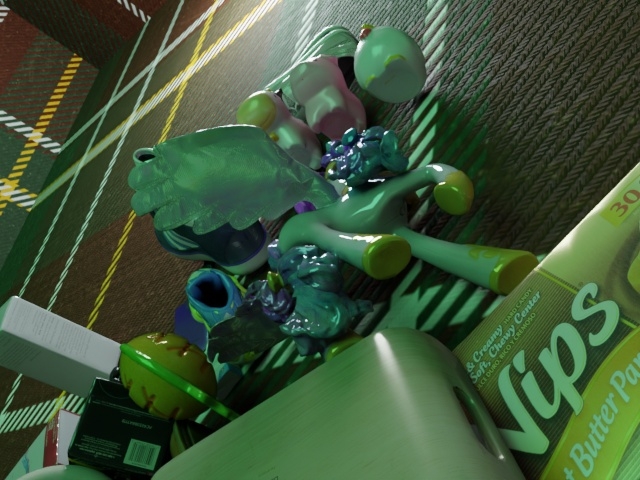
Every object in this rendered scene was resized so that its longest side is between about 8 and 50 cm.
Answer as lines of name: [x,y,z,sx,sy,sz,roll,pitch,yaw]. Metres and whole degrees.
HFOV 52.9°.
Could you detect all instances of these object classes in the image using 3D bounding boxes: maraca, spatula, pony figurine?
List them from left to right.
maraca: [-0.174,0.177,0.800,0.185,0.127,0.099,24,75,27]
spatula: [-0.207,0.064,1.130,0.084,0.030,0.296,-24,43,32]
pony figurine: [0.000,0.000,0.729,0.351,0.303,0.363,-26,27,-11]

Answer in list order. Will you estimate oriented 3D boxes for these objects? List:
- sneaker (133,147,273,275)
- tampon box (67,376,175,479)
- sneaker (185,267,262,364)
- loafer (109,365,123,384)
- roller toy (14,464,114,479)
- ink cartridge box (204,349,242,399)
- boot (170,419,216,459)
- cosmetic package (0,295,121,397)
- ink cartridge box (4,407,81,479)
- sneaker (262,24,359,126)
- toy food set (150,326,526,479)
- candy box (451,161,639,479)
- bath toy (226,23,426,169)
sneaker: [-0.229,-0.074,1.050,0.322,0.236,0.130,19,62,49]
tampon box: [-0.270,0.276,0.885,0.161,0.120,0.101,118,167,-54]
sneaker: [-0.153,0.074,0.945,0.091,0.126,0.240,-32,36,-16]
loafer: [-0.305,0.302,1.025,0.223,0.076,0.078,-108,22,-44]
roller toy: [-0.324,0.386,0.803,0.209,0.191,0.146,-32,-16,-30]
ink cartridge box: [-0.146,0.185,0.941,0.048,0.028,0.083,-50,32,10]
boot: [-0.157,0.360,0.750,0.220,0.109,0.283,-58,39,5]
cosmetic package: [-0.514,0.208,1.229,0.117,0.231,0.085,-34,38,32]
ink cartridge box: [-0.407,0.388,1.020,0.176,0.128,0.127,-50,32,10]
sneaker: [-0.028,-0.234,1.085,0.281,0.105,0.115,-54,38,11]
toy food set: [-0.011,0.205,0.450,0.306,0.092,0.220,-34,20,8]
candy box: [0.229,0.080,0.466,0.316,0.087,0.183,-50,31,14]
bath toy: [-0.005,-0.211,0.975,0.348,0.151,0.129,-30,45,27]
